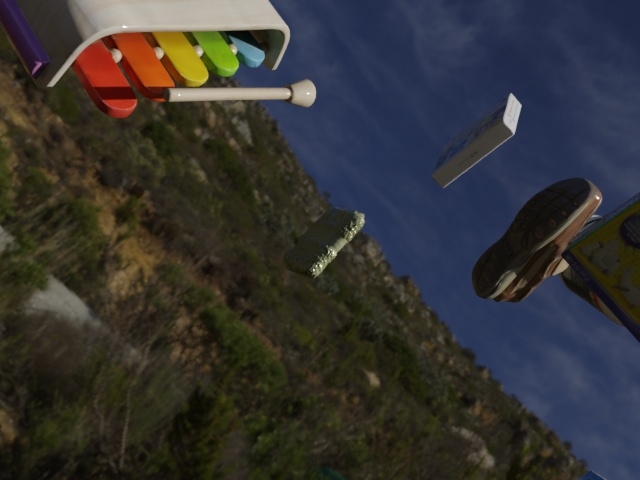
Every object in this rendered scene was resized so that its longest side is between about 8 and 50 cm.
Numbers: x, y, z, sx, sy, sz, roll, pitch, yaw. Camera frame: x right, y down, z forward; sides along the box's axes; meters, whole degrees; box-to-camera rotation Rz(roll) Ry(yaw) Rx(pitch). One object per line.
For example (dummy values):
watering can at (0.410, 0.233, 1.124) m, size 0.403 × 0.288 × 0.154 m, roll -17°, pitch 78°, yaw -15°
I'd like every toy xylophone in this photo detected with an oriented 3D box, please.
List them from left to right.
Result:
toy xylophone at (-0.145, -0.204, 0.769) m, size 0.081 × 0.322 × 0.236 m, roll -46°, pitch -116°, yaw 39°

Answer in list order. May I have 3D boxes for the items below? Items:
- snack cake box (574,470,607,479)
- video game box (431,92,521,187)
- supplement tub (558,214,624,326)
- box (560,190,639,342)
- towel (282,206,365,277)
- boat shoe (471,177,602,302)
snack cake box at (0.364, 0.385, 0.830) m, size 0.264 × 0.089 × 0.152 m, roll 26°, pitch -44°, yaw 61°
video game box at (0.349, -0.224, 1.732) m, size 0.048 × 0.187 × 0.205 m, roll 47°, pitch -57°, yaw -7°
supplement tub at (0.633, 0.057, 1.684) m, size 0.191 × 0.191 × 0.272 m, roll 58°, pitch 1°, yaw -19°
box at (0.268, -0.001, 0.540) m, size 0.105 × 0.043 × 0.179 m, roll 49°, pitch -42°, yaw 6°
towel at (0.000, 0.000, 1.010) m, size 0.027 × 0.110 × 0.148 m, roll 43°, pitch -6°, yaw -14°
boat shoe at (0.433, 0.007, 1.522) m, size 0.116 × 0.123 × 0.324 m, roll 23°, pitch -50°, yaw -21°
